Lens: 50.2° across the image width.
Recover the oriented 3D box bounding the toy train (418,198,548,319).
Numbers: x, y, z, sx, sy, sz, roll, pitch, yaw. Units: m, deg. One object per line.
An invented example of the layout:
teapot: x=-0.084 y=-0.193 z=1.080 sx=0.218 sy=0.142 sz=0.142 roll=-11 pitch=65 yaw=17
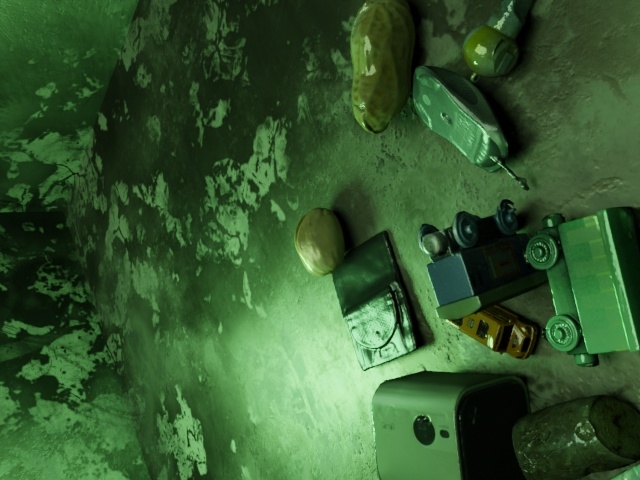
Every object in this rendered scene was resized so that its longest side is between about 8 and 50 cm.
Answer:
toy train: x=0.321 y=0.037 z=1.375 sx=0.131 sy=0.299 sz=0.202 roll=-23 pitch=83 yaw=47

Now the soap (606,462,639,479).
soap: x=0.621 y=0.364 z=1.091 sx=0.347 sy=0.208 sz=0.115 roll=-53 pitch=56 yaw=38

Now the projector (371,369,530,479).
projector: x=0.285 y=0.420 z=1.475 sx=0.249 sy=0.248 sz=0.249 roll=-9 pitch=86 yaw=51

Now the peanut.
peanut: x=0.151 y=-0.430 z=1.657 sx=0.174 sy=0.158 sz=0.340 roll=-96 pitch=4 yaw=-82

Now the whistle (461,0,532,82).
whistle: x=0.369 y=-0.435 z=1.424 sx=0.123 sy=0.122 sz=0.223 roll=45 pitch=118 yaw=39

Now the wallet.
wallet: x=0.135 y=0.167 z=1.810 sx=0.247 sy=0.041 sz=0.323 roll=-35 pitch=61 yaw=45

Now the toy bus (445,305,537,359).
toy bus: x=0.368 y=0.186 z=1.483 sx=0.194 sy=0.088 sz=0.083 roll=29 pitch=114 yaw=46

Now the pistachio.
pistachio: x=0.000 y=0.000 z=1.879 sx=0.117 sy=0.145 sz=0.201 roll=-29 pitch=59 yaw=48

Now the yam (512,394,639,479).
yam: x=0.481 y=0.387 z=1.319 sx=0.254 sy=0.153 sz=0.154 roll=-41 pitch=62 yaw=47

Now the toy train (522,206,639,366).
toy train: x=0.510 y=0.085 z=1.278 sx=0.202 sy=0.120 sz=0.301 roll=-19 pitch=78 yaw=48

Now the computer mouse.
computer mouse: x=0.336 y=-0.252 z=1.485 sx=0.379 sy=0.090 sz=0.167 roll=52 pitch=165 yaw=21
